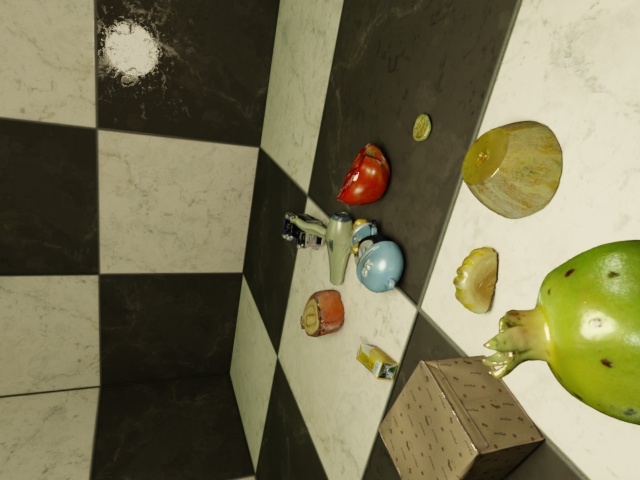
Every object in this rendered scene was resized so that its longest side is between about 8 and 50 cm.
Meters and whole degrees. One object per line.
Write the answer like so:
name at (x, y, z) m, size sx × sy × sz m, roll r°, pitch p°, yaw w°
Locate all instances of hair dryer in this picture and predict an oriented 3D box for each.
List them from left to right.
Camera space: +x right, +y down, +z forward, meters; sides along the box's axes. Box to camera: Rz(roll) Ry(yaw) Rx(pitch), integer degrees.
hair dryer at (0.022, 0.035, 1.680) m, size 0.298 × 0.119 × 0.295 m, roll -1°, pitch 106°, yaw 42°

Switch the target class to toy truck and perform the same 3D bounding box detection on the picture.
toy truck at (-0.063, -0.047, 1.886) m, size 0.268 × 0.156 × 0.124 m, roll 32°, pitch 118°, yaw 60°

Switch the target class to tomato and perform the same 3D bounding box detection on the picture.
tomato at (0.155, -0.202, 1.411) m, size 0.200 × 0.140 × 0.233 m, roll -54°, pitch 7°, yaw 43°

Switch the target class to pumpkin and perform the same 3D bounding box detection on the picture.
pumpkin at (0.392, -0.158, 0.915) m, size 0.217 × 0.110 × 0.217 m, roll -175°, pitch 90°, yaw -72°

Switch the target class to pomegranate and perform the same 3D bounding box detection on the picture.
pomegranate at (0.405, 0.134, 0.597) m, size 0.260 × 0.341 × 0.260 m, roll -16°, pitch -90°, yaw -79°

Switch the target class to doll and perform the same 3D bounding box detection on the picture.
doll at (0.171, 0.051, 1.357) m, size 0.314 × 0.141 × 0.177 m, roll -116°, pitch 39°, yaw -52°

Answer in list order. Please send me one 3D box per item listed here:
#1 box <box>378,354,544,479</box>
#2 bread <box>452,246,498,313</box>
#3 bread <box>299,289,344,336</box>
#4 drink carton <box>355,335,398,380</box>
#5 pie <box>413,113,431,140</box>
box at (0.305, 0.445, 0.972) m, size 0.225 × 0.191 × 0.296 m, roll -117°, pitch 35°, yaw -46°
bread at (0.357, 0.096, 0.993) m, size 0.083 × 0.095 × 0.157 m, roll 13°, pitch 109°, yaw 62°
bread at (0.004, 0.305, 1.746) m, size 0.244 × 0.123 × 0.190 m, roll 137°, pitch 131°, yaw -58°
drink carton at (0.172, 0.392, 1.409) m, size 0.200 × 0.084 × 0.074 m, roll 24°, pitch 101°, yaw 66°
pie at (0.298, -0.330, 1.232) m, size 0.084 × 0.021 × 0.083 m, roll -176°, pitch 90°, yaw -70°
